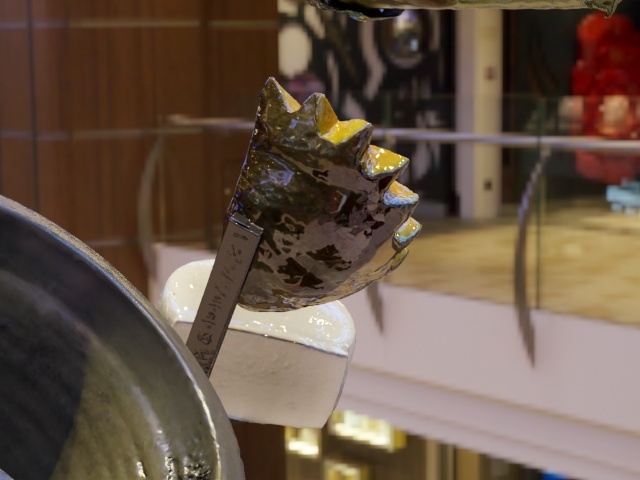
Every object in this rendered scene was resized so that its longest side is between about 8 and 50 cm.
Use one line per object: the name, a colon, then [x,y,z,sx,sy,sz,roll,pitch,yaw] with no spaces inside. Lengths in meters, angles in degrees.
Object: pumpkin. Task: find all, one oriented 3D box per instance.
pumpkin: [0.000,0.000,1.252,0.130,0.254,0.149,21,60,31]

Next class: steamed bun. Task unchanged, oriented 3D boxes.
steamed bun: [-0.083,0.118,1.714,0.241,0.146,0.164,12,29,-11]

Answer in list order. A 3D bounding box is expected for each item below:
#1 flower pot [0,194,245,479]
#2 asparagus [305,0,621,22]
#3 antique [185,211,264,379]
flower pot: [-0.168,0.102,0.678,0.235,0.148,0.235,39,19,-16]
asparagus: [0.140,-0.207,0.924,0.382,0.128,0.108,8,9,43]
antique: [-0.089,0.060,1.228,0.031,0.192,0.015,28,34,9]
